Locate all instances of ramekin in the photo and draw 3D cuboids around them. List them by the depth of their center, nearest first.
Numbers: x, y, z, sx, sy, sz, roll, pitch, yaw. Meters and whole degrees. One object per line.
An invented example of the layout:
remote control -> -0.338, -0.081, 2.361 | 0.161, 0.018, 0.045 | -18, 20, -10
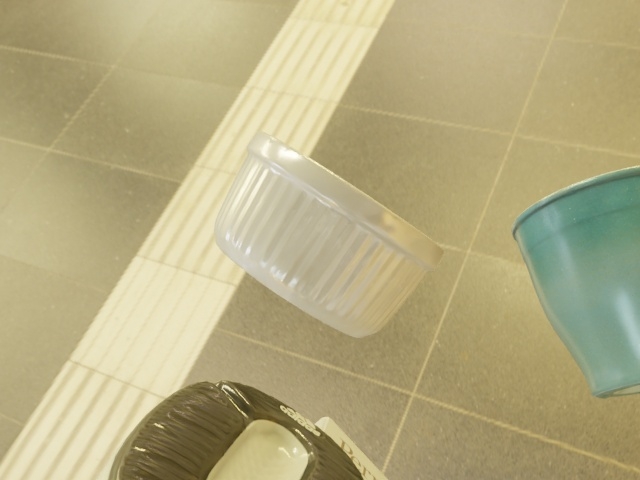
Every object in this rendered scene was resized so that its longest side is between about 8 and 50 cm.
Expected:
ramekin -> 0.000, 0.000, 0.659 | 0.207, 0.207, 0.109 | 34, 92, 31

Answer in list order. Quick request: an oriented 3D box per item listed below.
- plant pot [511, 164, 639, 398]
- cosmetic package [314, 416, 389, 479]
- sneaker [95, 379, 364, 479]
plant pot -> 0.421, 0.070, 0.960 | 0.271, 0.272, 0.255 | -11, 70, 7
cosmetic package -> -0.029, 0.452, 0.670 | 0.327, 0.394, 0.329 | -42, 94, 13
sneaker -> -0.132, 0.239, 0.262 | 0.169, 0.447, 0.258 | 34, 106, 14
